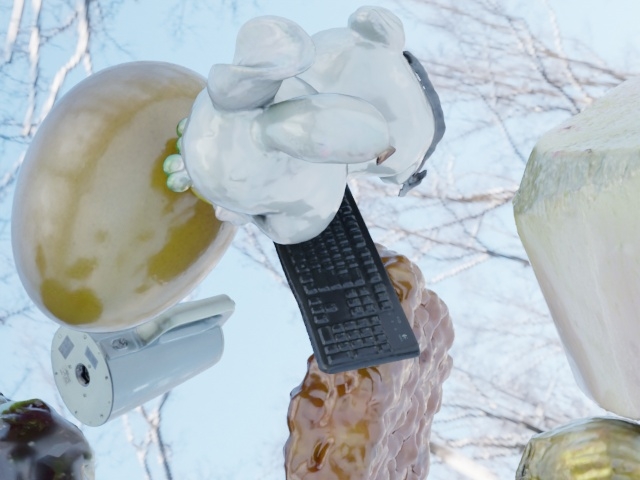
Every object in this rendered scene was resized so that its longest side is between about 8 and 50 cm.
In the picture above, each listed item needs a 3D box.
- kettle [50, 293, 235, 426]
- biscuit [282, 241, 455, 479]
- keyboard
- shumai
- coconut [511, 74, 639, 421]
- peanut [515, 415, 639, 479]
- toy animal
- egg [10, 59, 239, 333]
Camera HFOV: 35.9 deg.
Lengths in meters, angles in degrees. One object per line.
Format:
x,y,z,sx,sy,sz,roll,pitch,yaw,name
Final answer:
-0.260,0.158,1.518,0.243,0.160,0.210,-18,-25,-44,kettle
0.056,0.184,1.067,0.312,0.110,0.318,48,-125,-62,biscuit
0.000,-0.011,1.011,0.103,0.381,0.041,-10,-53,-11,keyboard
-0.358,0.292,1.043,0.309,0.263,0.304,-27,-69,-53,shumai
0.259,0.016,0.641,0.239,0.239,0.244,-35,-71,-38,coconut
0.225,0.166,0.623,0.087,0.206,0.087,-29,-56,-54,peanut
-0.015,-0.104,0.920,0.247,0.183,0.310,-40,-9,34,toy animal
-0.215,-0.048,1.115,0.250,0.250,0.322,35,-97,-53,egg
